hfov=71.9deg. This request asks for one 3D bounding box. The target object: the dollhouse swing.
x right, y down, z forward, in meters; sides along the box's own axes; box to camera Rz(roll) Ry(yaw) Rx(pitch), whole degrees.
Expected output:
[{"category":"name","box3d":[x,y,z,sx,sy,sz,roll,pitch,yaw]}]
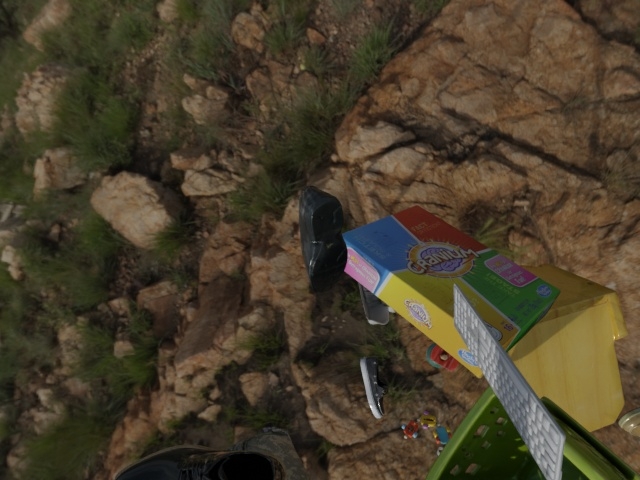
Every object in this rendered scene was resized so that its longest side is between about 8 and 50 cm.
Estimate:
[{"category":"dollhouse swing","box3d":[0.521,0.271,1.107,0.347,0.315,0.304,-13,108,-12]}]

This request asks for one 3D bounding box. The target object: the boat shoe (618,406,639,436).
[{"category":"boat shoe","box3d":[0.911,0.477,1.107,0.285,0.104,0.089,1,39,5]}]

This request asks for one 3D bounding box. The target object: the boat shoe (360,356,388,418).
[{"category":"boat shoe","box3d":[0.211,0.539,1.633,0.076,0.080,0.228,-15,83,18]}]

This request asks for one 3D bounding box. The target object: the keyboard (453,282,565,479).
[{"category":"keyboard","box3d":[0.196,0.140,0.495,0.014,0.256,0.072,-14,114,1]}]

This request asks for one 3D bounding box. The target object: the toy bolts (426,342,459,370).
[{"category":"toy bolts","box3d":[0.485,0.371,1.603,0.218,0.158,0.228,36,81,3]}]

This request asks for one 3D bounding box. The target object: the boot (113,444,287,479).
[{"category":"boot","box3d":[-0.137,0.251,0.472,0.198,0.137,0.076,-6,61,-7]}]

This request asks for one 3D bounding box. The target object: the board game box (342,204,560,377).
[{"category":"board game box","box3d":[0.216,0.063,0.780,0.316,0.242,0.064,37,131,32]}]

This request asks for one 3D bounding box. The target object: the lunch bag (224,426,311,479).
[{"category":"lunch bag","box3d":[-0.146,0.672,1.166,0.305,0.256,0.212,38,142,53]}]

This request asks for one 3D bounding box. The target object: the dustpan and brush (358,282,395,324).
[{"category":"dustpan and brush","box3d":[0.135,0.135,1.004,0.060,0.211,0.147,-15,62,8]}]

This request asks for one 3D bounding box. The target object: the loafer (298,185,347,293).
[{"category":"loafer","box3d":[0.000,0.000,0.623,0.061,0.062,0.170,49,147,46]}]

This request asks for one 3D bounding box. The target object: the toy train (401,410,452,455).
[{"category":"toy train","box3d":[0.378,0.680,1.552,0.166,0.046,0.125,26,59,32]}]

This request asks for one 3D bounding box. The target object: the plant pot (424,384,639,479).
[{"category":"plant pot","box3d":[0.343,0.383,0.690,0.228,0.207,0.227,43,110,49]}]
